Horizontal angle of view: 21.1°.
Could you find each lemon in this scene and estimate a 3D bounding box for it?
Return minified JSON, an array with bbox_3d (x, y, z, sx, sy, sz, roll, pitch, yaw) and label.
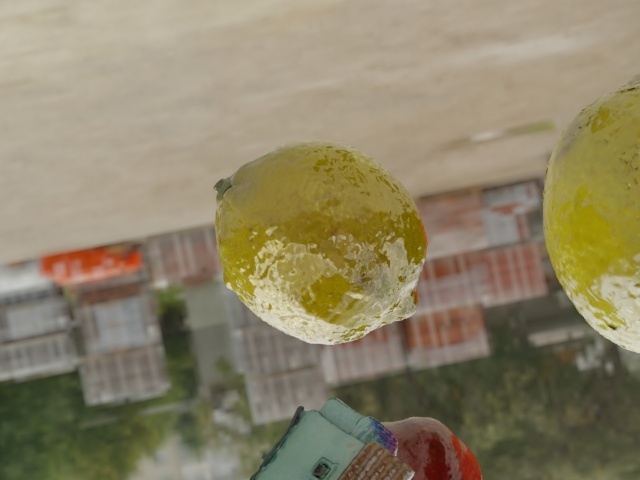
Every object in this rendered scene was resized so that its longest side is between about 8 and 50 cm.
[{"bbox_3d":[0.000,0.000,1.671,0.192,0.231,0.192,-56,-177,5],"label":"lemon"},{"bbox_3d":[0.353,-0.028,1.751,0.258,0.310,0.258,-10,163,-3],"label":"lemon"}]

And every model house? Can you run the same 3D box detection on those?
[{"bbox_3d":[0.029,0.230,1.464,0.148,0.119,0.148,-51,-141,-10],"label":"model house"}]

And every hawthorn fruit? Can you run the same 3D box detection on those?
[{"bbox_3d":[0.088,0.295,1.862,0.185,0.202,0.185,-2,139,-2],"label":"hawthorn fruit"}]
